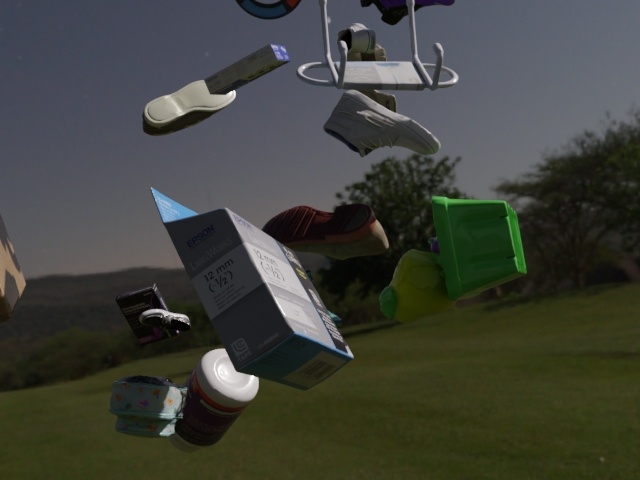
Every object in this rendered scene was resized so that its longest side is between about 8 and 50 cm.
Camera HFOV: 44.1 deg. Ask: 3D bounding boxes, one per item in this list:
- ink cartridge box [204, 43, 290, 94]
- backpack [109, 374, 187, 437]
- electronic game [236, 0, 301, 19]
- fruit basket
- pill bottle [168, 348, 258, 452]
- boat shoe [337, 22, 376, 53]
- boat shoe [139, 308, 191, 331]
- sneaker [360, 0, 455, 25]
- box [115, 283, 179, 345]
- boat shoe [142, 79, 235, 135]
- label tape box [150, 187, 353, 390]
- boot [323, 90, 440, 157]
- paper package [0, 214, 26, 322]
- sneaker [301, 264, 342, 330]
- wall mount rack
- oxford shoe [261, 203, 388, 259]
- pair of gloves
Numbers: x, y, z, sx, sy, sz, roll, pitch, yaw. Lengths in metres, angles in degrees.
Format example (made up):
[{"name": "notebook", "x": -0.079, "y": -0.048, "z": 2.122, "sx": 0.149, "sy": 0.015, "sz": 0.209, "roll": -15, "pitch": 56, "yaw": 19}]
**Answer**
[{"name": "ink cartridge box", "x": -0.188, "y": -0.438, "z": 2.034, "sx": 0.207, "sy": 0.046, "sz": 0.097, "roll": -22, "pitch": 2, "yaw": 21}, {"name": "backpack", "x": -0.402, "y": 0.380, "z": 1.820, "sx": 0.166, "sy": 0.144, "sz": 0.188, "roll": 8, "pitch": -19, "yaw": 1}, {"name": "electronic game", "x": -0.152, "y": -0.755, "z": 2.278, "sx": 0.229, "sy": 0.229, "sz": 0.048, "roll": -8, "pitch": 18, "yaw": 11}, {"name": "fruit basket", "x": 0.308, "y": 0.048, "z": 1.952, "sx": 0.392, "sy": 0.282, "sz": 0.392, "roll": -9, "pitch": -6, "yaw": -1}, {"name": "pill bottle", "x": -0.318, "y": 0.464, "z": 2.237, "sx": 0.182, "sy": 0.181, "sz": 0.323, "roll": -1, "pitch": -41, "yaw": -42}, {"name": "boat shoe", "x": 0.092, "y": -0.611, "z": 2.385, "sx": 0.084, "sy": 0.095, "sz": 0.258, "roll": -1, "pitch": 12, "yaw": -15}, {"name": "boat shoe", "x": -0.405, "y": 0.213, "z": 2.075, "sx": 0.142, "sy": 0.049, "sz": 0.040, "roll": 10, "pitch": 23, "yaw": -36}, {"name": "sneaker", "x": 0.244, "y": -0.690, "z": 2.282, "sx": 0.293, "sy": 0.146, "sz": 0.102, "roll": 20, "pitch": 21, "yaw": 20}, {"name": "box", "x": -0.469, "y": 0.204, "z": 2.147, "sx": 0.116, "sy": 0.162, "sz": 0.029, "roll": -18, "pitch": 25, "yaw": 11}, {"name": "boat shoe", "x": -0.394, "y": -0.394, "z": 2.357, "sx": 0.305, "sy": 0.109, "sz": 0.091, "roll": -26, "pitch": -14, "yaw": -31}, {"name": "label tape box", "x": -0.108, "y": 0.057, "z": 1.273, "sx": 0.115, "sy": 0.347, "sz": 0.249, "roll": -34, "pitch": -26, "yaw": 11}, {"name": "boot", "x": 0.134, "y": -0.232, "z": 1.797, "sx": 0.258, "sy": 0.123, "sz": 0.095, "roll": 31, "pitch": -12, "yaw": 15}, {"name": "paper package", "x": -0.831, "y": 0.038, "z": 1.845, "sx": 0.168, "sy": 0.309, "sz": 0.325, "roll": -17, "pitch": 16, "yaw": -12}, {"name": "sneaker", "x": -0.049, "y": 0.112, "z": 1.735, "sx": 0.275, "sy": 0.110, "sz": 0.107, "roll": 39, "pitch": -7, "yaw": -21}, {"name": "wall mount rack", "x": 0.120, "y": -0.422, "z": 1.688, "sx": 0.350, "sy": 0.130, "sz": 0.304, "roll": -1, "pitch": 36, "yaw": -10}, {"name": "oxford shoe", "x": 0.000, "y": 0.000, "z": 1.841, "sx": 0.348, "sy": 0.123, "sz": 0.130, "roll": 1, "pitch": -39, "yaw": 43}, {"name": "pair of gloves", "x": 0.161, "y": -0.518, "z": 2.544, "sx": 0.042, "sy": 0.240, "sz": 0.204, "roll": -30, "pitch": 26, "yaw": -34}]
